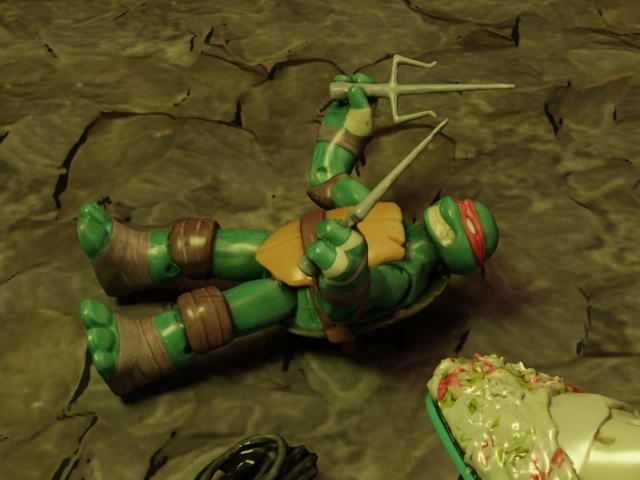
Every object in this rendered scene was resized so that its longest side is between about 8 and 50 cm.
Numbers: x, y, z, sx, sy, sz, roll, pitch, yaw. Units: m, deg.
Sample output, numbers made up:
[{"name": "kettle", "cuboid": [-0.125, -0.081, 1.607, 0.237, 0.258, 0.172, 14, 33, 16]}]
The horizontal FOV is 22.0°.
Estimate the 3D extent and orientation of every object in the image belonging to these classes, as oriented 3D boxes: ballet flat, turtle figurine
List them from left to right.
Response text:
[{"name": "turtle figurine", "cuboid": [0.000, 0.000, 0.818, 0.234, 0.118, 0.175, -17, 23, 3]}, {"name": "ballet flat", "cuboid": [0.124, 0.115, 0.580, 0.091, 0.077, 0.241, 16, 32, -47]}]

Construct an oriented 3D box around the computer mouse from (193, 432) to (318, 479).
[{"name": "computer mouse", "cuboid": [0.049, 0.153, 0.653, 0.272, 0.072, 0.188, 13, 38, 17]}]
